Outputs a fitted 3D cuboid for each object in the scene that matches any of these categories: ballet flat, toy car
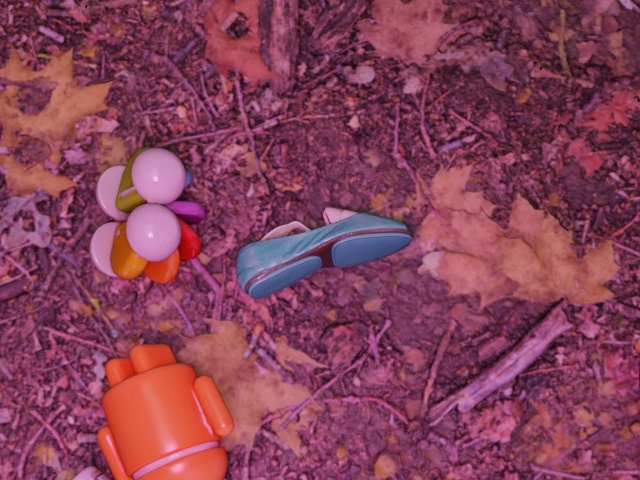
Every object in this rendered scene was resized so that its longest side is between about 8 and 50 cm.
[{"bbox_3d":[0.000,0.000,1.491,0.247,0.083,0.087,-18,61,-10],"label":"ballet flat"},{"bbox_3d":[-0.216,-0.030,1.468,0.136,0.159,0.182,15,69,-35],"label":"toy car"}]

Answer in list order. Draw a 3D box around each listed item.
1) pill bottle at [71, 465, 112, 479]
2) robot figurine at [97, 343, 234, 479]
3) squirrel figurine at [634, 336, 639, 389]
[{"bbox_3d":[-0.247,0.364,1.360,0.169,0.094,0.094,37,75,8],"label":"pill bottle"},{"bbox_3d":[-0.195,0.240,1.385,0.158,0.128,0.219,-20,74,-15],"label":"robot figurine"},{"bbox_3d":[0.537,0.227,1.305,0.370,0.281,0.397,12,44,33],"label":"squirrel figurine"}]
